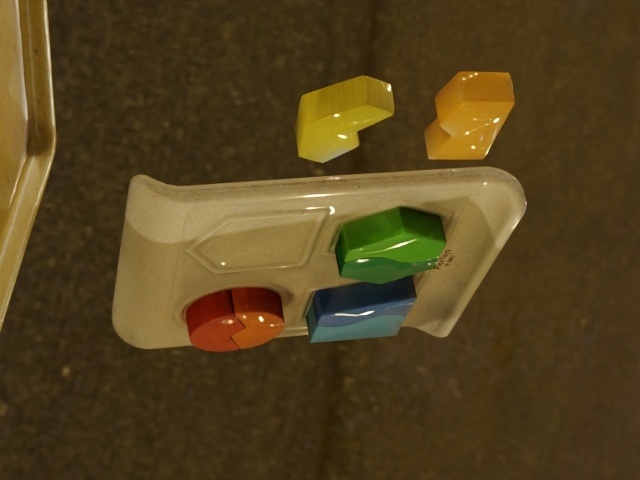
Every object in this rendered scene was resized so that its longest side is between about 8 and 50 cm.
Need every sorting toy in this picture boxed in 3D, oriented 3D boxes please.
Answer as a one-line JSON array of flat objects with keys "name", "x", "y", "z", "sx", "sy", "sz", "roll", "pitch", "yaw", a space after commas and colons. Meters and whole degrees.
[{"name": "sorting toy", "x": 0.000, "y": 0.000, "z": 0.920, "sx": 0.307, "sy": 0.229, "sz": 0.041, "roll": 111, "pitch": -24, "yaw": -61}]

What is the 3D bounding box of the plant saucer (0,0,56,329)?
[{"name": "plant saucer", "x": -0.161, "y": -0.051, "z": 0.563, "sx": 0.332, "sy": 0.081, "sz": 0.333, "roll": -83, "pitch": 178, "yaw": -46}]
